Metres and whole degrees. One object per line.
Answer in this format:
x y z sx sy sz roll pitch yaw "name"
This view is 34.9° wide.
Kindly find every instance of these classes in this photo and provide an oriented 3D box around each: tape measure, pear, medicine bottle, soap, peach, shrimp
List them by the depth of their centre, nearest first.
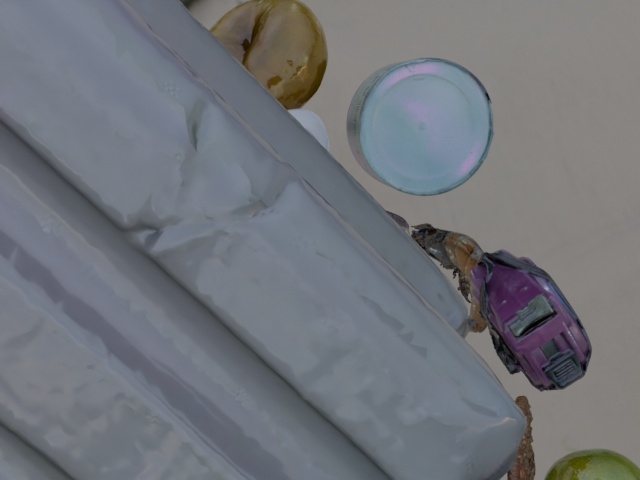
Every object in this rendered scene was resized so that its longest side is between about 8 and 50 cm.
-0.163 0.034 0.525 0.350 0.435 0.213 -45 15 10 "soap"
0.424 0.413 1.636 0.216 0.180 0.166 11 63 47 "pear"
-0.102 -0.307 1.724 0.251 0.153 0.251 -13 60 24 "peach"
0.350 0.134 1.748 0.149 0.245 0.231 -35 29 3 "tape measure"
0.168 -0.215 1.894 0.245 0.245 0.290 -12 9 -4 "medicine bottle"
0.269 0.075 2.080 0.054 0.222 0.290 -20 27 -21 "shrimp"

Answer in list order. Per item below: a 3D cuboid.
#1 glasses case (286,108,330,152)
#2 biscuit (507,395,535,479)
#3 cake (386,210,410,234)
-0.103 -0.107 1.297 0.233 0.059 0.092 -12 84 -11 "glasses case"
0.278 0.327 1.403 0.025 0.206 0.126 -1 8 19 "biscuit"
0.010 0.006 1.570 0.246 0.135 0.112 16 57 7 "cake"
